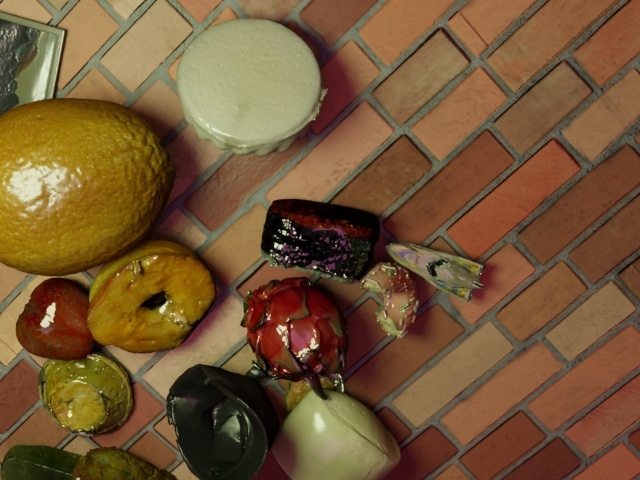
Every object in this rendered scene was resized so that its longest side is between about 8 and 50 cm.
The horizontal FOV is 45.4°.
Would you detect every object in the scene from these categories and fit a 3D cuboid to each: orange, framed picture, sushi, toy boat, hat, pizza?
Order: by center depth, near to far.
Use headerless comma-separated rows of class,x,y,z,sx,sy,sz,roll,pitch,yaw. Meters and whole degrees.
orange,-0.439,-0.099,1.358,0.357,0.322,0.322,-17,104,-5
sushi,0.000,0.000,1.465,0.225,0.136,0.126,8,108,-7
framed picture,-0.602,-0.297,1.467,0.192,0.018,0.265,15,105,-1
toy boat,0.221,0.050,1.504,0.210,0.066,0.084,21,104,-3
hat,-0.143,0.363,1.517,0.209,0.336,0.238,1,89,-36
pizza,-0.019,0.292,1.593,0.099,0.036,0.160,19,104,-7

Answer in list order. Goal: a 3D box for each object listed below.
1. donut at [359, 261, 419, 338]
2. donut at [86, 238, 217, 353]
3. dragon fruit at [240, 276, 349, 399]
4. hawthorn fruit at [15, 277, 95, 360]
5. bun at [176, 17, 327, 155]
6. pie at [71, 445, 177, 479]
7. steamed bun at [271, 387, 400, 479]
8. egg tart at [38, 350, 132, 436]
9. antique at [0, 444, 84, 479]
donut,0.147,0.105,1.499,0.065,0.117,0.166,12,143,40
donut,-0.327,0.111,1.477,0.253,0.118,0.253,-15,128,-20
dragon fruit,-0.039,0.180,1.477,0.274,0.192,0.193,43,96,10
hawthorn fruit,-0.495,0.172,1.531,0.203,0.163,0.163,30,105,-18
bun,-0.128,-0.252,1.395,0.263,0.175,0.263,3,69,-7
pie,-0.366,0.569,1.556,0.354,0.288,0.103,42,110,-13
steamed bun,0.036,0.429,1.553,0.250,0.155,0.200,38,104,-26
egg tart,-0.496,0.325,1.599,0.212,0.090,0.213,1,109,4
antique,-0.573,0.504,1.653,0.220,0.080,0.081,18,104,-1
